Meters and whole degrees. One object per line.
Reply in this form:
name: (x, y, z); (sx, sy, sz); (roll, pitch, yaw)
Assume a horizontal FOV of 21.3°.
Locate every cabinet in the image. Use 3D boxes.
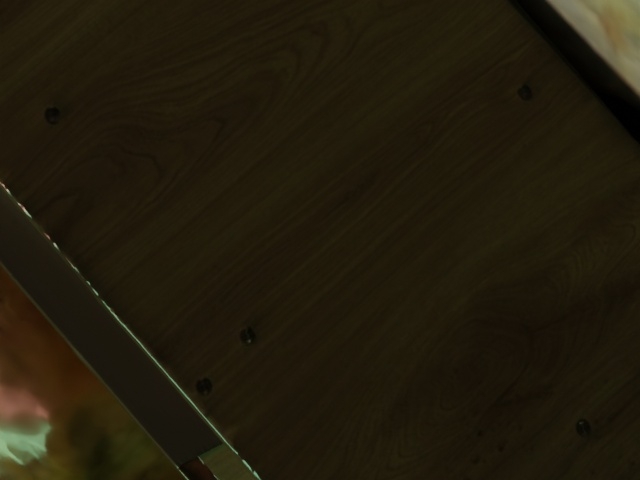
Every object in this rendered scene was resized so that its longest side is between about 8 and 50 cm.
cabinet: (0.000, 0.000, 0.526); (0.215, 0.148, 0.175); (50, 167, 2)

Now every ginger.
ginger: (-0.128, 0.049, 0.798); (0.223, 0.269, 0.200); (55, -166, -59)
